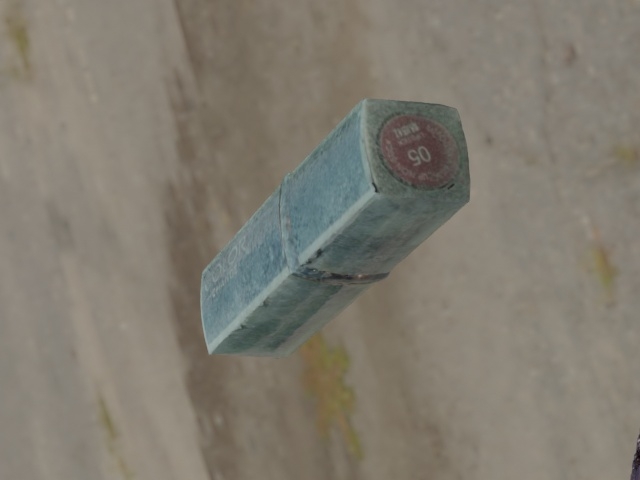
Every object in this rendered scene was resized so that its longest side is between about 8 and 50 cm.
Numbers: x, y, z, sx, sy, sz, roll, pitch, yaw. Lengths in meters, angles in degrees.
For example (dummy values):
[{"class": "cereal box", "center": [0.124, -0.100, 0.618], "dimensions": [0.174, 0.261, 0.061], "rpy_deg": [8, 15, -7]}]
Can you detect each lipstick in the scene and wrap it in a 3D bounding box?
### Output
[{"class": "lipstick", "center": [0.000, 0.000, 1.320], "dimensions": [0.290, 0.076, 0.077], "rpy_deg": [-42, 49, 55]}]

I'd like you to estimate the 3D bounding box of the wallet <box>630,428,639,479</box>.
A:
[{"class": "wallet", "center": [0.179, 0.126, 0.741], "dimensions": [0.030, 0.166, 0.111], "rpy_deg": [-14, 56, 58]}]
